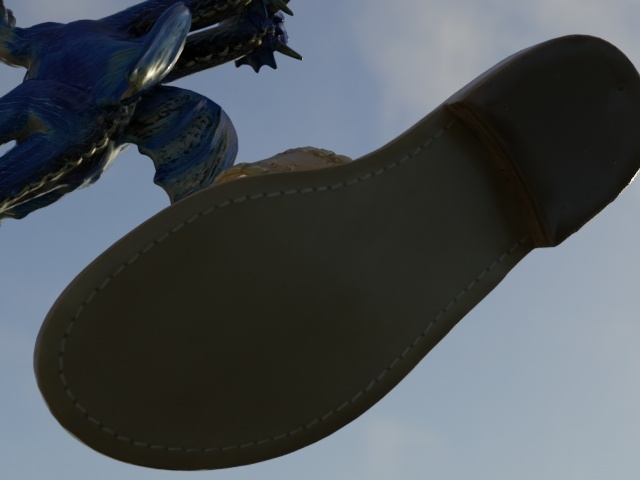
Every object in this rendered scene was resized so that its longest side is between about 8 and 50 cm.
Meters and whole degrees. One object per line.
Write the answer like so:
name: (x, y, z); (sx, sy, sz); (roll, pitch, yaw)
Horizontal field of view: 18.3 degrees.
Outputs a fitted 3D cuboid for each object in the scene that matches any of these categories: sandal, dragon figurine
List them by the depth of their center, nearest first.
sandal: (0.003, 0.006, 0.667); (0.240, 0.088, 0.079); (-30, 8, -25)
dragon figurine: (-0.092, -0.060, 0.905); (0.144, 0.289, 0.085); (-7, -58, 17)
